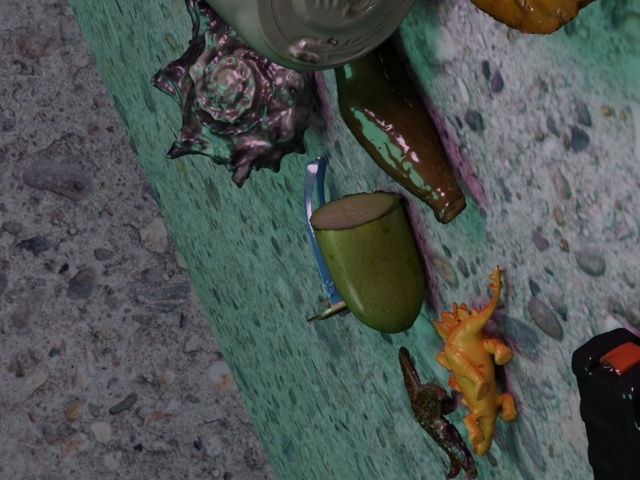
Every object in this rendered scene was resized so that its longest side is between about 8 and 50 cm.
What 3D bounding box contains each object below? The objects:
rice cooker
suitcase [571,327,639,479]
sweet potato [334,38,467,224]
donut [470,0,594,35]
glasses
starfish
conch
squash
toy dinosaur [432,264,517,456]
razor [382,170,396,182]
[{"bbox_3d":[-0.024,-0.300,1.131,0.244,0.226,0.226,48,156,45],"label":"rice cooker"},{"bbox_3d":[0.323,0.213,0.970,0.285,0.066,0.206,40,150,58],"label":"suitcase"},{"bbox_3d":[0.066,-0.138,1.255,0.286,0.085,0.112,64,-170,10],"label":"sweet potato"},{"bbox_3d":[0.145,-0.280,0.783,0.277,0.108,0.277,58,162,31],"label":"donut"},{"bbox_3d":[0.030,-0.004,1.588,0.189,0.088,0.221,-38,-55,-80],"label":"glasses"},{"bbox_3d":[0.141,0.213,1.470,0.213,0.057,0.238,61,-179,26],"label":"starfish"},{"bbox_3d":[-0.114,-0.226,1.604,0.241,0.186,0.313,-50,42,43],"label":"conch"},{"bbox_3d":[0.070,0.035,1.460,0.123,0.123,0.187,33,148,63],"label":"squash"},{"bbox_3d":[0.174,0.131,1.345,0.117,0.070,0.288,47,150,51],"label":"toy dinosaur"},{"bbox_3d":[0.068,-0.119,1.397,0.135,0.040,0.068,-136,27,-64],"label":"razor"}]
